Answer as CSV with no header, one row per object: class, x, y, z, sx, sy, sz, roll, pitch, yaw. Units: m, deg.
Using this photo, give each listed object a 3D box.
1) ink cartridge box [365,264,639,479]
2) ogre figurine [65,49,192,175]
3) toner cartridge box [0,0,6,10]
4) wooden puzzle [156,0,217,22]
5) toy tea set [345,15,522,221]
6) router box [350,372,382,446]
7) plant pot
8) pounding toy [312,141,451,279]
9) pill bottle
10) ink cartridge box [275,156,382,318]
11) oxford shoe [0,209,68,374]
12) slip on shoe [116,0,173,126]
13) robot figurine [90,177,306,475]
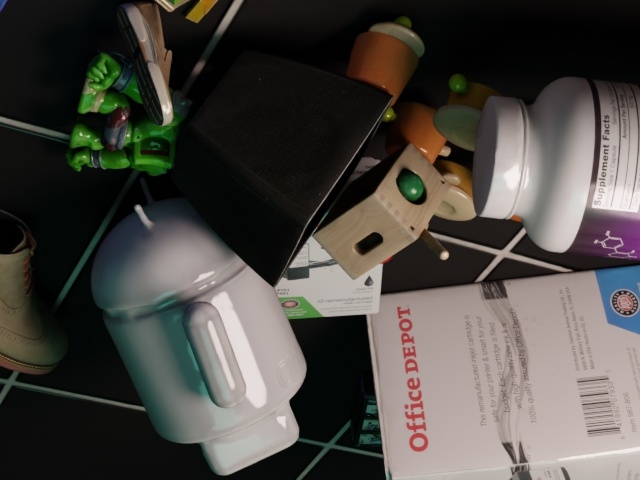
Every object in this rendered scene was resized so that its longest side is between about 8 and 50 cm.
ink cartridge box,0.269,0.205,2.032,0.395,0.285,0.166,-6,142,1
ogre figurine,-0.212,-0.128,1.714,0.118,0.097,0.197,17,126,-9
toner cartridge box,-0.347,-0.261,1.476,0.075,0.165,0.348,19,135,-26
wooden puzzle,-0.148,-0.271,1.607,0.078,0.014,0.116,-33,133,30
toy tea set,0.162,-0.143,1.758,0.200,0.124,0.336,8,154,32
router box,0.140,0.246,2.257,0.179,0.046,0.133,1,140,-8
plant pot,-0.055,-0.092,1.678,0.167,0.188,0.187,32,154,2
pounding toy,0.083,-0.024,1.711,0.100,0.130,0.141,46,133,-10
pill bottle,0.325,-0.069,1.589,0.323,0.181,0.181,5,140,-4
ink cartridge box,0.000,0.000,1.902,0.153,0.087,0.208,-3,140,-4
oxford shoe,-0.390,0.048,1.889,0.130,0.123,0.348,-24,139,13
slip on shoe,-0.173,-0.187,1.623,0.041,0.135,0.051,-15,169,-27
robot figurine,-0.145,0.098,1.843,0.200,0.300,0.353,-26,108,-9
